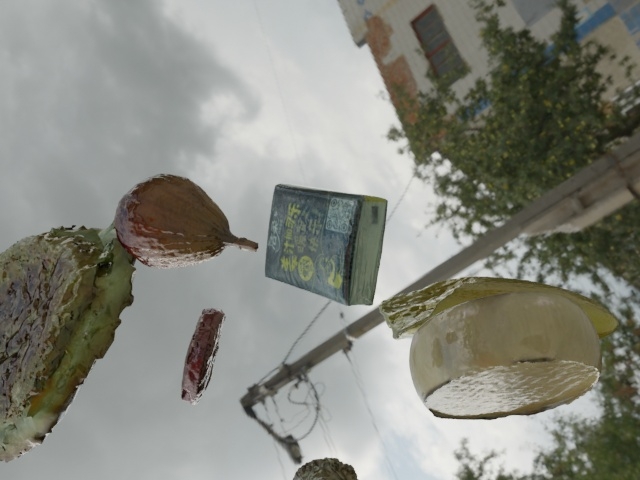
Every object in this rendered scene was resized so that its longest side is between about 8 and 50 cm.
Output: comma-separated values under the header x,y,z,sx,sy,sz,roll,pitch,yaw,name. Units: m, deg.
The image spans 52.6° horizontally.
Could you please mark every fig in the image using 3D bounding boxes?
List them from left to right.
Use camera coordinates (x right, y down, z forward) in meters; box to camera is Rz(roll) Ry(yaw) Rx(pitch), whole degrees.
x,y,z,sx,sy,sz,roll,pitch,yaw,name
-0.156,-0.005,0.741,0.153,0.119,0.119,38,-151,-3,fig

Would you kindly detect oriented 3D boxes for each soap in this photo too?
x,y,z,sx,sy,sz,roll,pitch,yaw,name
0.334,0.129,1.229,0.306,0.427,0.115,-170,83,-83,soap

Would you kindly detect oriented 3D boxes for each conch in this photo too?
x,y,z,sx,sy,sz,roll,pitch,yaw,name
0.003,0.472,1.138,0.178,0.245,0.163,51,-151,-23,conch

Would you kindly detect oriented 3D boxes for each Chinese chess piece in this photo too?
x,y,z,sx,sy,sz,roll,pitch,yaw,name
0.244,0.161,0.867,0.249,0.249,0.103,26,-133,-42,Chinese chess piece

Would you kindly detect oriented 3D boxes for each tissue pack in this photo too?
x,y,z,sx,sy,sz,roll,pitch,yaw,name
0.000,0.000,1.160,0.081,0.257,0.186,4,-84,-38,tissue pack

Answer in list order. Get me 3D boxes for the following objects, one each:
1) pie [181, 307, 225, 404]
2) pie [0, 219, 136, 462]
x,y,z,sx,sy,sz,roll,pitch,yaw,name
-0.259,0.253,1.427,0.054,0.219,0.204,15,-151,-2,pie
-0.388,0.118,0.891,0.103,0.288,0.355,38,-110,-46,pie
